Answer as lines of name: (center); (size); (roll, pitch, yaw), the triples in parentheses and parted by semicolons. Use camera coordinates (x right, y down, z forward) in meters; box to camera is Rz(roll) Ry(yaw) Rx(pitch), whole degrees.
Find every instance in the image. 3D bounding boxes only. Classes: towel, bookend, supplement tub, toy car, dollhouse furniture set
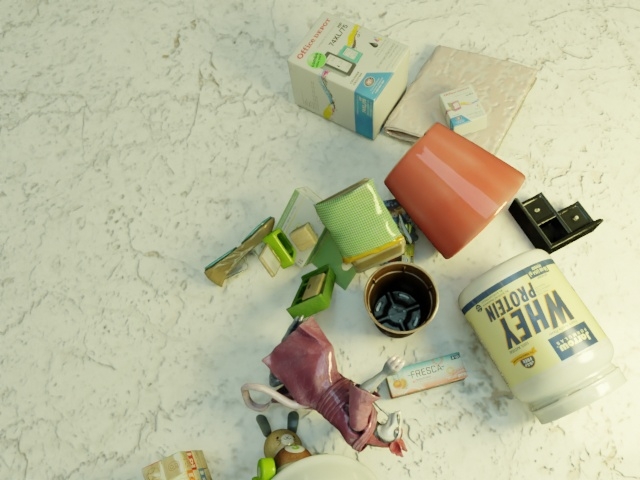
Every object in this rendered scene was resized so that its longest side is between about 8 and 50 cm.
towel: (0.387, -0.383, 1.527); (0.317, 0.053, 0.332); (24, 69, 26)
bookend: (0.594, -0.063, 1.405); (0.157, 0.072, 0.156); (-26, 69, -6)
supplement tub: (0.481, 0.209, 1.221); (0.235, 0.235, 0.325); (-26, 69, -6)
toy car: (-0.078, 0.462, 1.231); (0.155, 0.149, 0.188); (3, 39, -20)
dollhouse furniture set: (0.027, 0.021, 1.278); (0.301, 0.151, 0.197); (-27, 108, 23)

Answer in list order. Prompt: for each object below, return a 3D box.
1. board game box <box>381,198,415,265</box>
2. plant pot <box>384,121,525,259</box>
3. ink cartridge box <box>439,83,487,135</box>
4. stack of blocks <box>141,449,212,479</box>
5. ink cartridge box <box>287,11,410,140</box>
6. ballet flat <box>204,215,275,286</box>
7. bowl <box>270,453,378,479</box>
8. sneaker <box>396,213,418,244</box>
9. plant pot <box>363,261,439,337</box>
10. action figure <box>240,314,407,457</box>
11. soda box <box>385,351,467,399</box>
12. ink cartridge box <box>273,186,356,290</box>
board game box: (0.147, -0.024, 1.434); (0.194, 0.060, 0.194); (4, 69, 7)
plant pot: (0.304, -0.132, 1.325); (0.243, 0.275, 0.275); (43, 77, 4)
ink cartridge box: (0.370, -0.339, 1.445); (0.088, 0.052, 0.122); (-17, 57, 6)
stack of blocks: (-0.263, 0.604, 1.165); (0.087, 0.171, 0.297); (-24, 70, -5)
ink cartridge box: (0.079, -0.453, 1.532); (0.270, 0.197, 0.198); (28, 73, 15)
ballet flat: (-0.195, 0.032, 1.444); (0.232, 0.080, 0.073); (-39, 94, -6)
bowl: (0.013, 0.592, 1.091); (0.298, 0.134, 0.298); (-2, 99, -13)
sneaker: (0.217, -0.030, 1.385); (0.035, 0.031, 0.083); (-15, 72, -15)
plant pot: (0.187, 0.154, 1.305); (0.167, 0.165, 0.167); (-2, 69, 5)
action figure: (0.028, 0.338, 1.185); (0.275, 0.248, 0.370); (-37, 57, -21)
soda box: (0.244, 0.317, 1.294); (0.183, 0.058, 0.063); (-14, 68, -2)
ink cartridge box: (0.000, 0.000, 1.389); (0.235, 0.056, 0.171); (40, 120, 19)
